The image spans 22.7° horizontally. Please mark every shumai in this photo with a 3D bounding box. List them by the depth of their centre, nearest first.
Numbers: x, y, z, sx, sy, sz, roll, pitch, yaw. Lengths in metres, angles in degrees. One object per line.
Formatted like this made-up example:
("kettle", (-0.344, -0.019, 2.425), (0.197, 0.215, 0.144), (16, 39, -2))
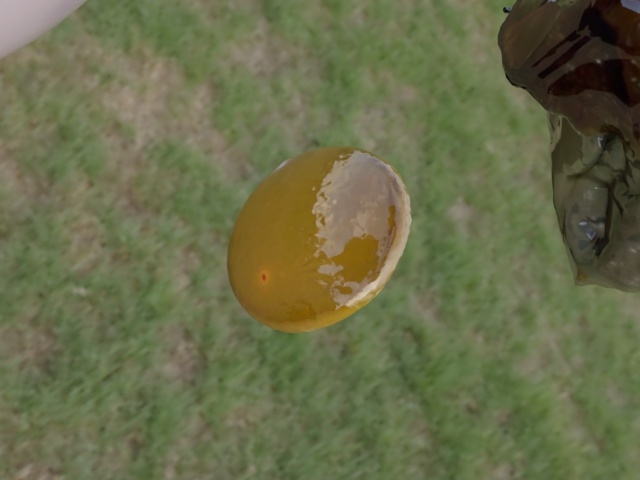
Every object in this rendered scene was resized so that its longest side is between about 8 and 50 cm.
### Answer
("shumai", (0.141, -0.075, 0.735), (0.120, 0.201, 0.201), (22, 44, -21))

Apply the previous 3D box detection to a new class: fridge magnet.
("fridge magnet", (0.000, 0.000, 1.101), (0.063, 0.143, 0.143), (45, 30, -49))

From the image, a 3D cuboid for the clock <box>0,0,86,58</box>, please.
("clock", (-0.180, -0.251, 0.583), (0.368, 0.250, 0.377), (14, 68, -2))
